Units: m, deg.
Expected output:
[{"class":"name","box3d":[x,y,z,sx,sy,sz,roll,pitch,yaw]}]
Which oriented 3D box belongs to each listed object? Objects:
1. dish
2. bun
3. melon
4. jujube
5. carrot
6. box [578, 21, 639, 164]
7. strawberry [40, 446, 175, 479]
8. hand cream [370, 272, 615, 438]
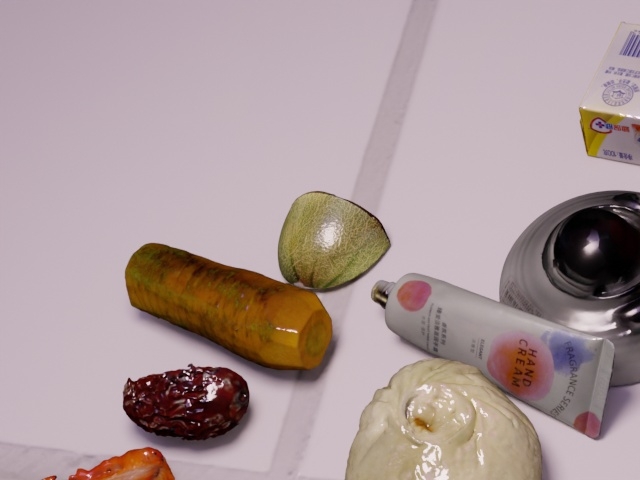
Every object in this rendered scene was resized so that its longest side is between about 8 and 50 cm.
[{"class":"dish","box3d":[0.340,0.026,1.607,0.273,0.134,0.273,-10,51,13]},{"class":"bun","box3d":[0.124,0.245,1.507,0.243,0.153,0.244,-14,48,16]},{"class":"melon","box3d":[0.000,0.000,1.793,0.160,0.079,0.128,11,57,28]},{"class":"jujube","box3d":[-0.167,0.206,1.689,0.166,0.104,0.104,-9,50,29]},{"class":"carrot","box3d":[-0.120,0.087,1.754,0.302,0.114,0.114,18,61,36]},{"class":"box","box3d":[0.486,-0.176,1.733,0.265,0.097,0.168,12,58,29]},{"class":"strawberry","box3d":[-0.261,0.320,1.648,0.188,0.082,0.121,-15,22,15]},{"class":"hand cream","box3d":[0.196,0.119,1.610,0.340,0.124,0.077,24,28,37]}]
